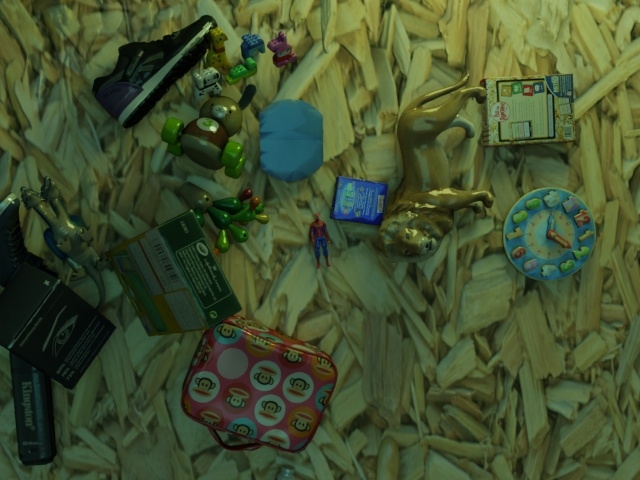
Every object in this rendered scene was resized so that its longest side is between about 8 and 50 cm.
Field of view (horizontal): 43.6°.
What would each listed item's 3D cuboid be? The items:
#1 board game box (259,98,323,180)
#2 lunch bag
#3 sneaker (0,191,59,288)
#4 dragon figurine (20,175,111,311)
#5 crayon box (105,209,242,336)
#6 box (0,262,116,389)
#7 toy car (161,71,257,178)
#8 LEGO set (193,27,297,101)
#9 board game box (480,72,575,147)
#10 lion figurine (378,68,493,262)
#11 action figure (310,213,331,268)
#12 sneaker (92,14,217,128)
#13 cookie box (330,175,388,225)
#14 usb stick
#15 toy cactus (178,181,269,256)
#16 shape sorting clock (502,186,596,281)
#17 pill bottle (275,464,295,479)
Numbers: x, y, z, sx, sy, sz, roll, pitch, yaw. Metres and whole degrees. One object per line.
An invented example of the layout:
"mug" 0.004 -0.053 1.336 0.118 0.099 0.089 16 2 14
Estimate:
"board game box" -0.062 -0.208 1.663 0.133 0.033 0.168 -3 99 -12
"lunch bag" -0.131 0.310 1.639 0.293 0.120 0.258 23 91 -8
"sneaker" -0.575 0.020 1.551 0.163 0.086 0.226 31 127 -6
"dragon figurine" -0.490 0.005 1.583 0.085 0.144 0.289 -33 135 -16
"crayon box" -0.290 0.072 1.538 0.083 0.323 0.203 -30 98 -32
"box" -0.514 0.164 1.517 0.108 0.207 0.153 20 67 31
"toy car" -0.204 -0.243 1.597 0.155 0.149 0.188 22 79 3
"LEGO set" -0.168 -0.374 1.581 0.227 0.093 0.087 -28 54 -19
"board game box" 0.444 -0.278 1.713 0.194 0.045 0.146 -4 94 -7
"lion figurine" 0.222 -0.153 1.654 0.240 0.142 0.392 -5 88 -9
"action figure" 0.000 0.000 1.685 0.038 0.030 0.115 -8 92 -1
"sneaker" -0.333 -0.365 1.587 0.124 0.107 0.283 45 87 -1
"cookie box" 0.081 -0.082 1.682 0.107 0.040 0.091 9 92 -7
"usb stick" -0.584 0.316 1.622 0.077 0.045 0.278 -4 94 -7
"toy cactus" -0.214 -0.059 1.601 0.180 0.112 0.219 39 52 21
"shape sorting clock" 0.497 -0.013 1.737 0.206 0.040 0.206 0 93 -7
"pill bottle" -0.077 0.520 1.696 0.043 0.043 0.083 12 91 -7
